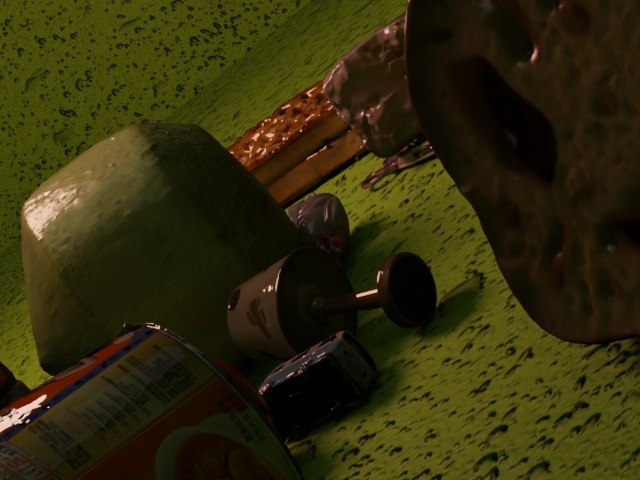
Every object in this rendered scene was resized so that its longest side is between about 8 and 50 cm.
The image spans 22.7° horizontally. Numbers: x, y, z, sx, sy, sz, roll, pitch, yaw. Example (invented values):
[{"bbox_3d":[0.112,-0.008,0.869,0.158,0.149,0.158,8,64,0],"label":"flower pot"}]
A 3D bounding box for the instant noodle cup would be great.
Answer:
[{"bbox_3d":[-0.157,0.215,1.273,0.214,0.296,0.296,-41,13,-23],"label":"instant noodle cup"}]

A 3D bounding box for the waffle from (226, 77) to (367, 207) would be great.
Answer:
[{"bbox_3d":[-0.031,-0.139,2.305,0.308,0.091,0.213,-31,17,32],"label":"waffle"}]

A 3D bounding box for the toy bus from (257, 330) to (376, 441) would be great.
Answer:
[{"bbox_3d":[-0.002,0.133,1.502,0.123,0.060,0.075,-33,14,40],"label":"toy bus"}]

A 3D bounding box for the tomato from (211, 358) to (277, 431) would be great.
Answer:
[{"bbox_3d":[-0.094,0.186,1.481,0.139,0.159,0.091,-43,-28,22],"label":"tomato"}]

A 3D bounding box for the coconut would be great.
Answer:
[{"bbox_3d":[-0.192,0.038,1.795,0.328,0.328,0.281,-43,31,-2],"label":"coconut"}]

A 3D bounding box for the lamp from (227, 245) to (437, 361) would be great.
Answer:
[{"bbox_3d":[0.010,0.061,1.565,0.215,0.121,0.121,-16,29,42],"label":"lamp"}]

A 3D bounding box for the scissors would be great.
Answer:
[{"bbox_3d":[0.111,-0.104,1.959,0.085,0.022,0.176,-43,11,-28],"label":"scissors"}]

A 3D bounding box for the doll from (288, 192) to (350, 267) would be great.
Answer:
[{"bbox_3d":[0.000,0.000,1.863,0.180,0.079,0.094,-98,31,-57],"label":"doll"}]

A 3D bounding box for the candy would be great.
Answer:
[{"bbox_3d":[0.120,-0.209,1.966,0.185,0.137,0.195,-35,4,26],"label":"candy"}]

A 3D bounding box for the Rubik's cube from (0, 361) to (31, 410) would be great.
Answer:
[{"bbox_3d":[-0.485,0.302,1.765,0.318,0.313,0.316,-34,16,33],"label":"Rubik's cube"}]

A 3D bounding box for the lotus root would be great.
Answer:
[{"bbox_3d":[0.219,-0.101,1.105,0.111,0.390,0.375,-13,-54,-46],"label":"lotus root"}]
